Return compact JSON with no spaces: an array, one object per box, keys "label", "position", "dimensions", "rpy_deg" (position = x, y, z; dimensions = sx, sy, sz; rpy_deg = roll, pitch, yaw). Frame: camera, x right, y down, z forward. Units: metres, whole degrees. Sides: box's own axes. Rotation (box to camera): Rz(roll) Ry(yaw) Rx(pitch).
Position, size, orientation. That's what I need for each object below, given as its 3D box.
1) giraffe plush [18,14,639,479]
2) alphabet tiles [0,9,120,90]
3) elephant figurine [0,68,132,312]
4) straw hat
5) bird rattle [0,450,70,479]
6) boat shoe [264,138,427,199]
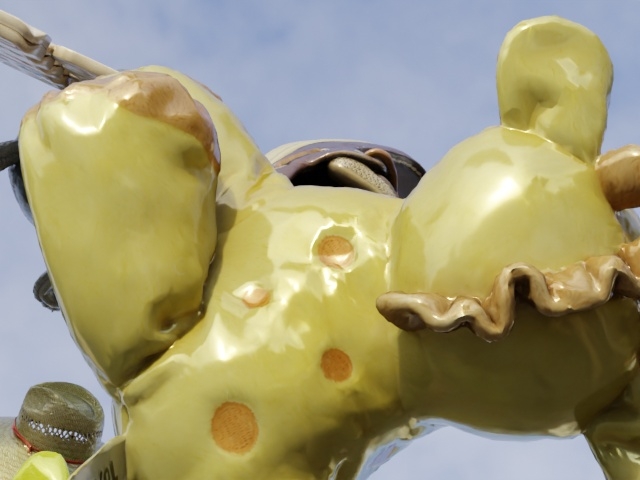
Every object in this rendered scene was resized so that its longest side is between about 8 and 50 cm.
[{"label":"giraffe plush","position":[0.020,0.016,0.466],"dimensions":[0.170,0.210,0.181],"rpy_deg":[-18,-66,6]},{"label":"alphabet tiles","position":[-0.249,-0.153,1.126],"dimensions":[0.278,0.284,0.021],"rpy_deg":[25,-92,-3]},{"label":"elephant figurine","position":[-0.184,-0.014,1.329],"dimensions":[0.186,0.169,0.239],"rpy_deg":[29,-35,4]},{"label":"straw hat","position":[-0.200,0.143,1.203],"dimensions":[0.144,0.144,0.061],"rpy_deg":[12,-74,-19]},{"label":"bird rattle","position":[-0.200,0.265,0.921],"dimensions":[0.206,0.253,0.143],"rpy_deg":[-17,-59,28]},{"label":"boat shoe","position":[0.000,0.000,0.957],"dimensions":[0.123,0.342,0.123],"rpy_deg":[-5,-86,33]}]
